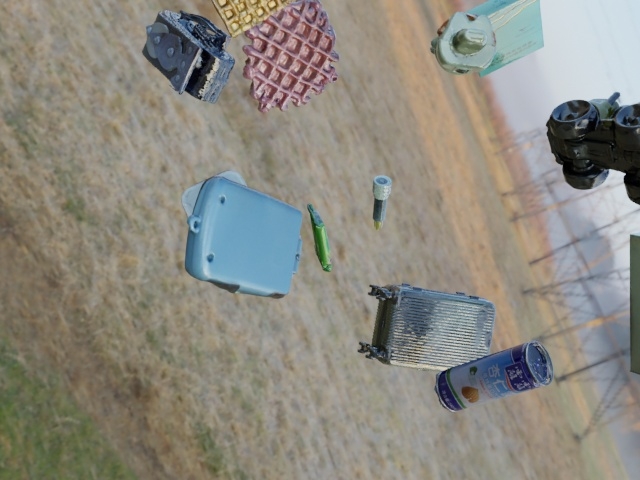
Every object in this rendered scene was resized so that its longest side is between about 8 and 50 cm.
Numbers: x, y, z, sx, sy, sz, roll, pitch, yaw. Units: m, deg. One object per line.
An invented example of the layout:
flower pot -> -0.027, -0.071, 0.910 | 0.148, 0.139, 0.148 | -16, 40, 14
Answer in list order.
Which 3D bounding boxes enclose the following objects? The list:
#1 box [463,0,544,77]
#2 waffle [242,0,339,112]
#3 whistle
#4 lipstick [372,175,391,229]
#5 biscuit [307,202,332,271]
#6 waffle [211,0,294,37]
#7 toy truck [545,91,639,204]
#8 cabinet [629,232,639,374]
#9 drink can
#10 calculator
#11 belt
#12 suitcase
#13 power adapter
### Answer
box -> 0.401, -0.456, 1.881 | 0.041, 0.162, 0.229 | 68, 9, 23
waffle -> -0.058, -0.370, 1.714 | 0.055, 0.221, 0.234 | 38, -34, 46
whistle -> 0.246, -0.335, 1.484 | 0.253, 0.102, 0.105 | -62, 130, -83
lipstick -> 0.115, -0.070, 1.673 | 0.037, 0.037, 0.116 | -100, -171, -48
biscuit -> 0.000, 0.000, 1.106 | 0.046, 0.016, 0.089 | -114, -168, -55
waffle -> -0.102, -0.402, 1.376 | 0.102, 0.148, 0.042 | 59, 2, -29
toy truck -> 0.475, -0.166, 1.340 | 0.224, 0.165, 0.147 | 17, -36, 46
cabinet -> 0.540, 0.092, 1.214 | 0.150, 0.145, 0.206 | 14, -71, 63
drink can -> 0.354, 0.282, 1.780 | 0.097, 0.235, 0.097 | 23, 54, -37
calculator -> -0.118, 0.003, 1.405 | 0.293, 0.051, 0.172 | 20, 79, -56
belt -> -0.240, -0.354, 1.604 | 0.122, 0.128, 0.218 | 11, 24, -45
suitcase -> 0.259, 0.214, 2.072 | 0.128, 0.312, 0.202 | -166, -94, -75
power adapter -> -0.189, -0.032, 1.725 | 0.125, 0.130, 0.205 | 61, -8, 18
